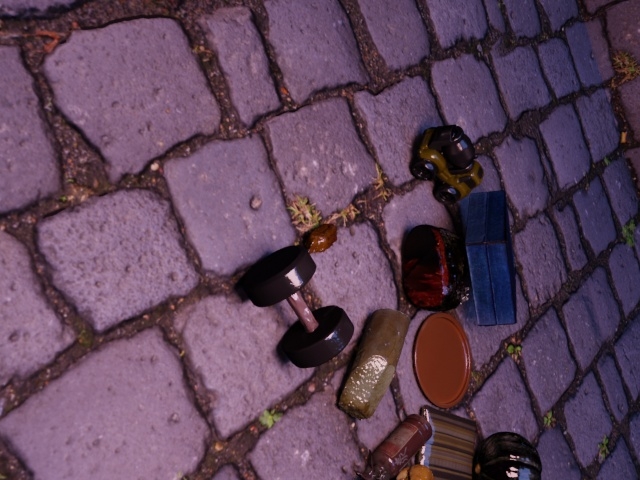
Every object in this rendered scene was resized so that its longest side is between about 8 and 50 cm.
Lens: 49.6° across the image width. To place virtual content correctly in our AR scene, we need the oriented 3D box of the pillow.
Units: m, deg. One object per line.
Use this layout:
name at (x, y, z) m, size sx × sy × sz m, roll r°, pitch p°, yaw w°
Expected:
pillow at (0.317, 0.541, 1.754) m, size 0.208 × 0.052 × 0.212 m, roll 25°, pitch 64°, yaw -35°

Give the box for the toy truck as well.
toy truck at (0.362, -0.212, 1.884) m, size 0.224 × 0.165 × 0.147 m, roll 44°, pitch 53°, yaw -29°

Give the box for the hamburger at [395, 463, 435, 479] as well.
hamburger at (0.227, 0.586, 1.588) m, size 0.138 × 0.083 × 0.147 m, roll 69°, pitch 16°, yaw 11°

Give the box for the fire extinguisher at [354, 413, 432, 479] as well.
fire extinguisher at (0.156, 0.483, 1.598) m, size 0.252 × 0.075 × 0.106 m, roll -30°, pitch 97°, yaw -43°

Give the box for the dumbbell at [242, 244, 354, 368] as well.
dumbbell at (-0.045, 0.136, 1.420) m, size 0.152 × 0.152 × 0.218 m, roll -47°, pitch 113°, yaw -40°

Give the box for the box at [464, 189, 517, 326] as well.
box at (0.460, 0.044, 1.862) m, size 0.279 × 0.116 × 0.262 m, roll -65°, pitch 144°, yaw -56°

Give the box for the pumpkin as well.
pumpkin at (0.477, 0.603, 1.787) m, size 0.161 × 0.220 × 0.221 m, roll 12°, pitch 69°, yaw -4°

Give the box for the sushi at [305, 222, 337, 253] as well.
sushi at (0.003, 0.001, 1.563) m, size 0.118 × 0.061 × 0.060 m, roll -22°, pitch 130°, yaw -43°

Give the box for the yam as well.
yam at (0.126, 0.278, 1.596) m, size 0.106 × 0.106 × 0.259 m, roll 44°, pitch 52°, yaw -29°

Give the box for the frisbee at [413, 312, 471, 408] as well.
frisbee at (0.323, 0.316, 1.833) m, size 0.250 × 0.021 × 0.251 m, roll 13°, pitch 71°, yaw -42°

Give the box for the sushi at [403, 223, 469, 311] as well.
sushi at (0.292, 0.069, 1.778) m, size 0.126 × 0.136 × 0.225 m, roll 11°, pitch 69°, yaw -50°
